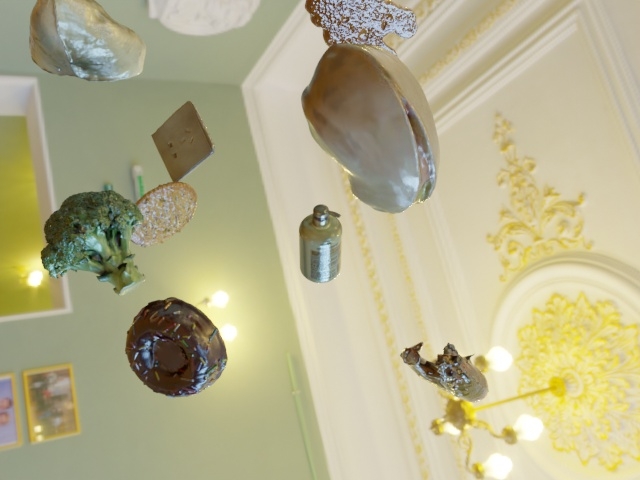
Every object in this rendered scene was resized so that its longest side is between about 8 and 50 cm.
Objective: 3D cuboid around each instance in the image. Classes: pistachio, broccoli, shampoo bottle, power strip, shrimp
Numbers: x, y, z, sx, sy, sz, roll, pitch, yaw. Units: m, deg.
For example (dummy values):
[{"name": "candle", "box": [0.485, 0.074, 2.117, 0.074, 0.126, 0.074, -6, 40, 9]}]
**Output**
[{"name": "pistachio", "box": [0.122, -0.267, 1.603, 0.365, 0.281, 0.445, 23, -37, 55]}, {"name": "broccoli", "box": [-0.532, 0.011, 1.591, 0.270, 0.270, 0.270, 55, -34, 0]}, {"name": "shampoo bottle", "box": [0.000, 0.000, 1.194, 0.162, 0.079, 0.079, 90, -25, -46]}, {"name": "power strip", "box": [-0.425, -0.314, 2.120, 0.213, 0.065, 0.198, -32, -104, 29]}, {"name": "shrimp", "box": [0.191, 0.198, 1.024, 0.248, 0.150, 0.068, 70, 41, -67]}]

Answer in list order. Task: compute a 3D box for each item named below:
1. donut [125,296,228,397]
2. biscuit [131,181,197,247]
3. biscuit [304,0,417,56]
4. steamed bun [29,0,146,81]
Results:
[{"name": "donut", "box": [-0.320, 0.241, 1.433, 0.235, 0.089, 0.234, 6, -67, 15]}, {"name": "biscuit", "box": [-0.479, -0.077, 2.024, 0.035, 0.254, 0.253, 45, -47, 25]}, {"name": "biscuit", "box": [0.107, -0.601, 1.819, 0.202, 0.334, 0.047, -57, -143, 24]}, {"name": "steamed bun", "box": [-0.439, -0.360, 1.255, 0.231, 0.213, 0.110, 156, -58, -63]}]
